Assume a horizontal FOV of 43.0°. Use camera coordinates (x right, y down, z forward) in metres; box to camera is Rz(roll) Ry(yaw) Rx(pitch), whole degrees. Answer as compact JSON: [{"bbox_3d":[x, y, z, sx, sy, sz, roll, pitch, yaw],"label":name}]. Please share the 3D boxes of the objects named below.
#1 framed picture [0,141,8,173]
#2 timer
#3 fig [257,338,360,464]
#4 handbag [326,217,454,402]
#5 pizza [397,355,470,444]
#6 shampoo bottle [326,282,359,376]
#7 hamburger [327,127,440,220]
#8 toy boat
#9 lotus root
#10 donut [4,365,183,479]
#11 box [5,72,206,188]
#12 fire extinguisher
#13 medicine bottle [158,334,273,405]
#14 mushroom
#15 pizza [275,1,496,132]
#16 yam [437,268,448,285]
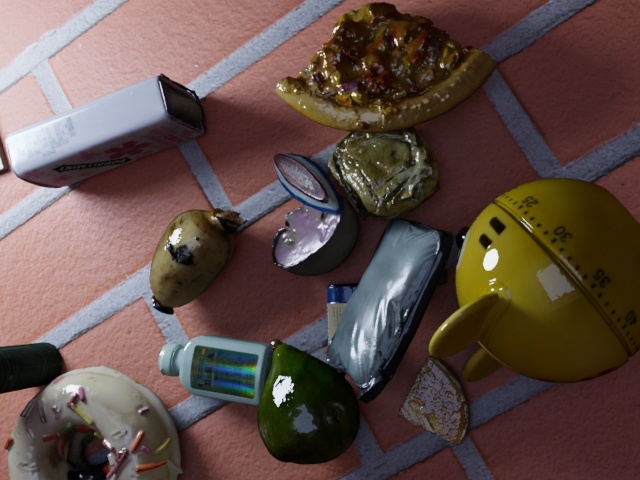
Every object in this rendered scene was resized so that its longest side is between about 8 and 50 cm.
[{"bbox_3d":[-0.890,-0.212,1.869,0.335,0.022,0.247,-21,82,13],"label":"framed picture"},{"bbox_3d":[0.356,0.088,1.351,0.387,0.376,0.376,-39,78,8],"label":"timer"},{"bbox_3d":[-0.037,0.297,1.528,0.195,0.195,0.245,-26,85,12],"label":"fig"},{"bbox_3d":[0.116,0.117,1.464,0.075,0.191,0.332,28,89,-30],"label":"handbag"},{"bbox_3d":[0.211,0.303,1.534,0.134,0.046,0.175,-10,85,14],"label":"pizza"},{"bbox_3d":[0.056,0.175,1.580,0.087,0.050,0.183,-3,87,12],"label":"shampoo bottle"},{"bbox_3d":[0.125,-0.133,1.551,0.183,0.130,0.206,-30,66,3],"label":"hamburger"},{"bbox_3d":[-0.027,-0.112,1.561,0.080,0.046,0.229,-50,41,5],"label":"toy boat"},{"bbox_3d":[-0.259,0.029,1.619,0.140,0.154,0.257,37,100,8],"label":"lotus root"},{"bbox_3d":[-0.474,0.450,1.663,0.382,0.142,0.382,-1,88,15],"label":"donut"},{"bbox_3d":[-0.428,-0.216,1.660,0.370,0.190,0.112,-17,84,15],"label":"box"},{"bbox_3d":[-0.635,0.252,1.627,0.095,0.311,0.114,16,92,13],"label":"fire extinguisher"},{"bbox_3d":[-0.209,0.253,1.631,0.229,0.083,0.121,7,92,16],"label":"medicine bottle"},{"bbox_3d":[0.000,0.000,1.572,0.188,0.141,0.117,-34,121,19],"label":"mushroom"},{"bbox_3d":[0.120,-0.326,1.520,0.409,0.114,0.278,1,68,8],"label":"pizza"},{"bbox_3d":[0.194,0.073,1.553,0.094,0.043,0.043,-16,83,15],"label":"yam"}]
